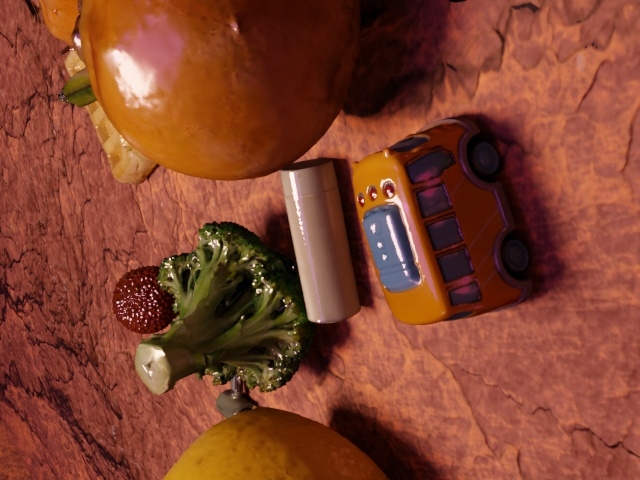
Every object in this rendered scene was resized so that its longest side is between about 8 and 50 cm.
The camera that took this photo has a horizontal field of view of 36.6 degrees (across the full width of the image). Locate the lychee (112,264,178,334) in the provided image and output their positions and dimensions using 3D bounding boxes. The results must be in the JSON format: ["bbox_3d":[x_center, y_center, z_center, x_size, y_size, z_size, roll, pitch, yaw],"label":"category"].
[{"bbox_3d":[-0.300,0.099,1.691,0.123,0.123,0.129,50,135,29],"label":"lychee"}]

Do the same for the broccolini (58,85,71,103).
[{"bbox_3d":[-0.454,-0.287,1.815,0.140,0.030,0.035,-13,60,53],"label":"broccolini"}]

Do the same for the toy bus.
[{"bbox_3d":[0.115,-0.013,0.996,0.126,0.136,0.209,-17,90,58],"label":"toy bus"}]

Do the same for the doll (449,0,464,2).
[{"bbox_3d":[0.187,-0.262,0.826,0.219,0.067,0.091,5,107,49],"label":"doll"}]

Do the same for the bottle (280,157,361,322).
[{"bbox_3d":[0.000,0.000,1.235,0.072,0.072,0.201,9,113,54],"label":"bottle"}]

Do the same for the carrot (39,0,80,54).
[{"bbox_3d":[-0.285,-0.433,1.304,0.224,0.224,0.341,52,151,26],"label":"carrot"}]

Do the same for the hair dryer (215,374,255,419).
[{"bbox_3d":[-0.140,0.231,1.597,0.071,0.047,0.150,24,119,50],"label":"hair dryer"}]

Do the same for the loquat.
[{"bbox_3d":[-0.110,-0.224,1.063,0.328,0.328,0.328,32,131,45],"label":"loquat"}]

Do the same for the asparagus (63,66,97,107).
[{"bbox_3d":[-0.300,-0.265,1.497,0.277,0.060,0.067,-8,97,41],"label":"asparagus"}]

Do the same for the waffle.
[{"bbox_3d":[-0.348,-0.242,1.640,0.168,0.057,0.274,-38,74,56],"label":"waffle"}]

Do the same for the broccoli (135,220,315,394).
[{"bbox_3d":[-0.149,0.122,1.342,0.254,0.269,0.269,42,140,14],"label":"broccoli"}]

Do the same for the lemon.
[{"bbox_3d":[-0.030,0.417,1.260,0.364,0.364,0.364,32,131,45],"label":"lemon"}]
